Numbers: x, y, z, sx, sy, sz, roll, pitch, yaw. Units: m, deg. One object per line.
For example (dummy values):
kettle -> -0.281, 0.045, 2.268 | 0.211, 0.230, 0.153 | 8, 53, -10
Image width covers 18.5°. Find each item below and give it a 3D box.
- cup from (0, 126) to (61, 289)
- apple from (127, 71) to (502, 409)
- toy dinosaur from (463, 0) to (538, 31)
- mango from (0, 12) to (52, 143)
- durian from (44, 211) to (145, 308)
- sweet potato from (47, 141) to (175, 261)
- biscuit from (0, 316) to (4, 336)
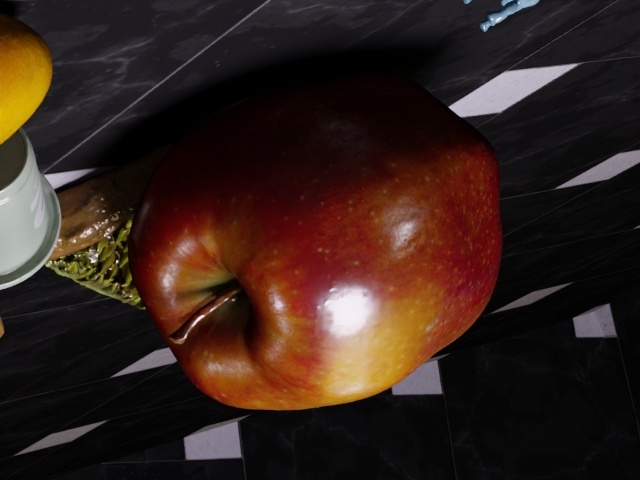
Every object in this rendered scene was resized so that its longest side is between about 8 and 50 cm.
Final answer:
cup -> -0.256, -0.038, 1.472 | 0.120, 0.120, 0.141 | -18, 155, -14
apple -> 0.000, 0.000, 1.679 | 0.317, 0.288, 0.288 | -25, 174, -37
toy dinosaur -> 0.157, -0.205, 1.563 | 0.080, 0.045, 0.197 | -32, 178, -7
mango -> -0.258, -0.085, 1.218 | 0.219, 0.112, 0.145 | -28, 175, -34
durian -> -0.121, -0.001, 2.021 | 0.394, 0.163, 0.198 | -6, -159, -41
sweet potato -> -0.204, -0.027, 1.747 | 0.206, 0.060, 0.068 | -33, -155, 12
biscuit -> -0.406, 0.111, 2.153 | 0.118, 0.023, 0.140 | -14, 169, -30
